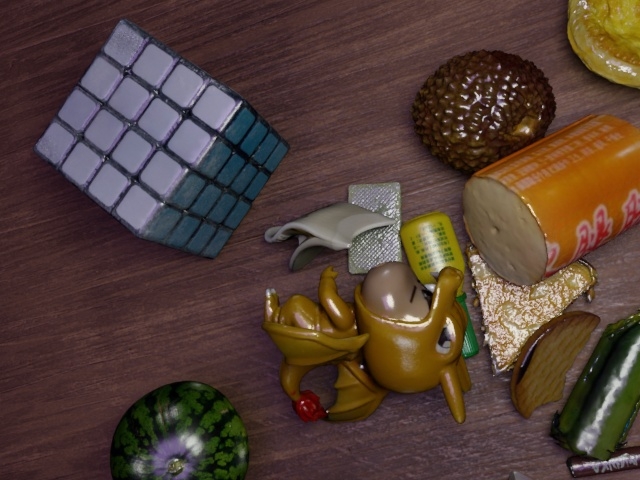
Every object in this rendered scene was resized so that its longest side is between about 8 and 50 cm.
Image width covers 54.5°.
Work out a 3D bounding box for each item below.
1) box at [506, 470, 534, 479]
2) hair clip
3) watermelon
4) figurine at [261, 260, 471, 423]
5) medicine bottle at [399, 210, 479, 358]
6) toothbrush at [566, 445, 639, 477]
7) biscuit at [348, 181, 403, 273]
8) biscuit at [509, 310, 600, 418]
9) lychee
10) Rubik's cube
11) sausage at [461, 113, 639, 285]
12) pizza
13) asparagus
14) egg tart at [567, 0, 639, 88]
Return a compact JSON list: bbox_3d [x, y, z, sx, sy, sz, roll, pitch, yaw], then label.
[{"bbox_3d":[0.333,0.614,1.147,0.145,0.173,0.333,34,91,18],"label":"box"},{"bbox_3d":[-0.004,-0.019,1.322,0.282,0.172,0.113,-25,91,46],"label":"hair clip"},{"bbox_3d":[-0.287,0.433,1.286,0.284,0.285,0.285,-2,81,14],"label":"watermelon"},{"bbox_3d":[0.094,0.208,1.222,0.386,0.401,0.268,-2,43,16],"label":"figurine"},{"bbox_3d":[0.256,0.093,1.292,0.111,0.076,0.309,-19,79,13],"label":"medicine bottle"},{"bbox_3d":[0.651,0.397,1.167,0.363,0.041,0.041,-14,79,12],"label":"toothbrush"},{"bbox_3d":[0.119,-0.026,1.366,0.121,0.040,0.200,-2,82,13],"label":"biscuit"},{"bbox_3d":[0.454,0.230,1.206,0.228,0.031,0.176,-34,119,-9],"label":"biscuit"},{"bbox_3d":[0.317,-0.260,1.248,0.267,0.267,0.268,-2,81,14],"label":"lychee"},{"bbox_3d":[-0.323,-0.200,1.346,0.343,0.344,0.337,36,93,15],"label":"Rubik's cube"},{"bbox_3d":[0.441,-0.074,1.151,0.287,0.233,0.233,-26,75,-13],"label":"sausage"},{"bbox_3d":[0.430,0.118,1.247,0.251,0.074,0.288,-8,81,14],"label":"pizza"},{"bbox_3d":[0.572,0.237,1.176,0.128,0.108,0.382,28,88,47],"label":"asparagus"},{"bbox_3d":[0.643,-0.438,1.248,0.318,0.128,0.319,-2,81,12],"label":"egg tart"}]
